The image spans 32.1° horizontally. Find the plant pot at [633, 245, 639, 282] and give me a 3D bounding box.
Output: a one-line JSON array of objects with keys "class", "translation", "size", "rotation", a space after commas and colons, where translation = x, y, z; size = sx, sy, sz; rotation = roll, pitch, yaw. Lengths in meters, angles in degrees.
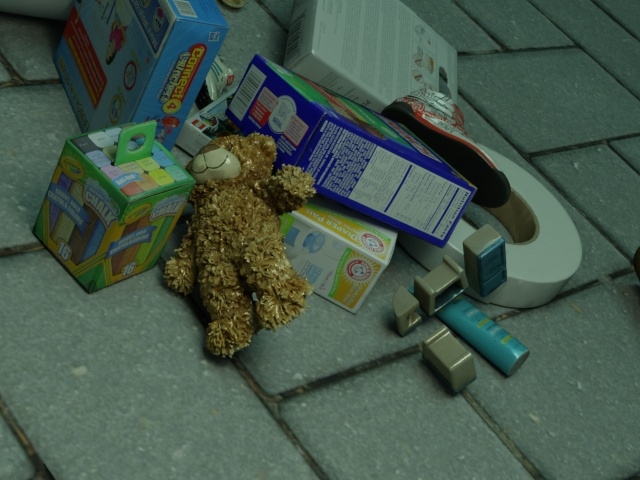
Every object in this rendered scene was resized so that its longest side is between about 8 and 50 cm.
[{"class": "plant pot", "translation": [0.694, 0.125, 1.968], "size": [0.237, 0.237, 0.254], "rotation": [15, 53, -21]}]

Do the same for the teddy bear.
[{"class": "teddy bear", "translation": [-0.114, -0.008, 1.496], "size": [0.113, 0.245, 0.338], "rotation": [22, 61, -43]}]

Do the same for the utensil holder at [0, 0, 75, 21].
[{"class": "utensil holder", "translation": [-0.431, -0.518, 1.818], "size": [0.385, 0.327, 0.327], "rotation": [1, 44, -33]}]

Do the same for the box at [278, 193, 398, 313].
[{"class": "box", "translation": [0.000, 0.000, 1.671], "size": [0.203, 0.114, 0.103], "rotation": [29, 34, -5]}]

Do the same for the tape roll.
[{"class": "tape roll", "translation": [0.282, -0.041, 1.971], "size": [0.392, 0.072, 0.392], "rotation": [20, 36, -16]}]

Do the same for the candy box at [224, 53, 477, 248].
[{"class": "candy box", "translation": [0.046, -0.139, 1.720], "size": [0.317, 0.122, 0.268], "rotation": [23, 15, -35]}]

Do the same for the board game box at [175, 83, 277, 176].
[{"class": "board game box", "translation": [-0.089, -0.180, 1.881], "size": [0.193, 0.053, 0.305], "rotation": [35, 35, 5]}]

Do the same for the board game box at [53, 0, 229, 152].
[{"class": "board game box", "translation": [-0.279, -0.292, 1.661], "size": [0.086, 0.302, 0.308], "rotation": [3, 44, -35]}]

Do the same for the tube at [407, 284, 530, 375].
[{"class": "tube", "translation": [0.234, 0.128, 1.750], "size": [0.207, 0.052, 0.080], "rotation": [40, 30, 23]}]

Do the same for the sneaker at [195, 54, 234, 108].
[{"class": "sneaker", "translation": [-0.182, -0.281, 1.934], "size": [0.075, 0.057, 0.161], "rotation": [6, 38, -23]}]

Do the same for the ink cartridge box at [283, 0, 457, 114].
[{"class": "ink cartridge box", "translation": [0.108, -0.350, 2.151], "size": [0.385, 0.091, 0.308], "rotation": [32, 46, -31]}]

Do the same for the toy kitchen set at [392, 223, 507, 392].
[{"class": "toy kitchen set", "translation": [0.230, 0.113, 1.675], "size": [0.207, 0.122, 0.166], "rotation": [-35, 57, -12]}]

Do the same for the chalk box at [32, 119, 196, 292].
[{"class": "chalk box", "translation": [-0.264, -0.063, 1.463], "size": [0.132, 0.213, 0.132], "rotation": [44, 37, 18]}]

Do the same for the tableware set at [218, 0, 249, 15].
[{"class": "tableware set", "translation": [-0.225, -0.487, 2.193], "size": [0.141, 0.020, 0.169], "rotation": [37, 35, 10]}]

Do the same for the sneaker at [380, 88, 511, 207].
[{"class": "sneaker", "translation": [0.243, -0.174, 1.966], "size": [0.270, 0.090, 0.145], "rotation": [36, 37, 12]}]
